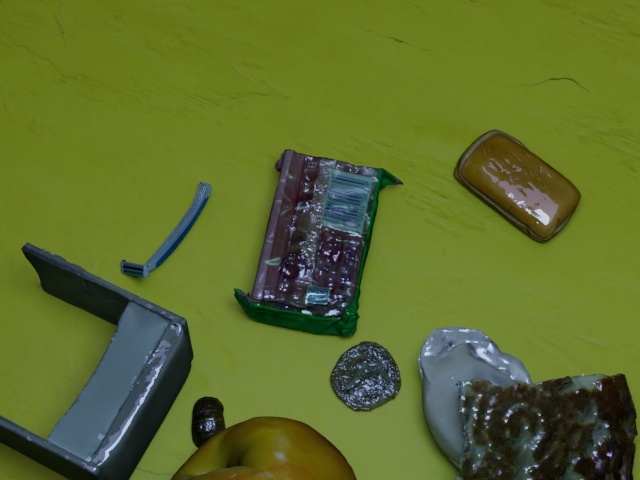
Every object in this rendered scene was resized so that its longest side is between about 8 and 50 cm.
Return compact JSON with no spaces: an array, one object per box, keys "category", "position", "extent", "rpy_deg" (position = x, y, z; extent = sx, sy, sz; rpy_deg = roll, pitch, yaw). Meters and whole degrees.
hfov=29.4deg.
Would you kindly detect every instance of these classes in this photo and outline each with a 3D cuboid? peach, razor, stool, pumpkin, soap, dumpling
[{"category":"peach","position":[-0.072,0.398,1.575],"extent":[0.289,0.289,0.308],"rpy_deg":[-30,107,-14]},{"category":"razor","position":[-0.225,-0.013,1.879],"extent":[0.068,0.037,0.191],"rpy_deg":[8,52,48]},{"category":"stool","position":[-0.349,0.187,1.712],"extent":[0.269,0.170,0.244],"rpy_deg":[25,67,10]},{"category":"pumpkin","position":[-0.163,0.261,1.763],"extent":[0.050,0.028,0.083],"rpy_deg":[-8,62,-3]},{"category":"soap","position":[0.000,-0.001,1.846],"extent":[0.217,0.098,0.273],"rpy_deg":[10,66,3]},{"category":"dumpling","position":[0.228,0.233,1.730],"extent":[0.162,0.132,0.250],"rpy_deg":[-20,73,-13]}]

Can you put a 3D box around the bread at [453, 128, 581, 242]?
[{"category":"bread","position":[0.310,-0.092,1.915],"extent":[0.200,0.077,0.116],"rpy_deg":[40,78,15]}]

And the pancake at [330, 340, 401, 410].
[{"category":"pancake","position":[0.066,0.201,1.802],"extent":[0.108,0.017,0.108],"rpy_deg":[-1,65,1]}]

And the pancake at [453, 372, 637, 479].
[{"category":"pancake","position":[0.281,0.369,1.662],"extent":[0.304,0.067,0.427],"rpy_deg":[15,85,-17]}]
